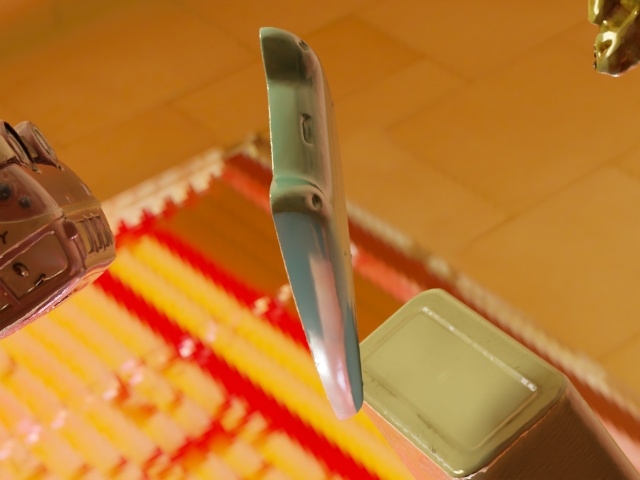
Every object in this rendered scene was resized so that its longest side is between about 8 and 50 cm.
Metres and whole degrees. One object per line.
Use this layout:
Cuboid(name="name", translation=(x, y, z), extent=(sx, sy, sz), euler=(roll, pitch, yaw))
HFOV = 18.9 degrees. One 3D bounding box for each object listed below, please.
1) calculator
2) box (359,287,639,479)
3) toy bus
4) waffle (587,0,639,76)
Cuboid(name="calculator", translation=(0.000, 0.000, 1.738), extent=(0.386, 0.054, 0.256), euler=(80, 5, -55))
Cuboid(name="box", translation=(0.218, 0.259, 2.050), extent=(0.344, 0.177, 0.352), euler=(52, -7, -27))
Cuboid(name="toy bus", translation=(-0.250, -0.003, 1.488), extent=(0.142, 0.142, 0.202), euler=(58, 5, -1))
Cuboid(name="waffle", translation=(0.298, -0.219, 1.443), extent=(0.054, 0.204, 0.223), euler=(63, 23, -61))
